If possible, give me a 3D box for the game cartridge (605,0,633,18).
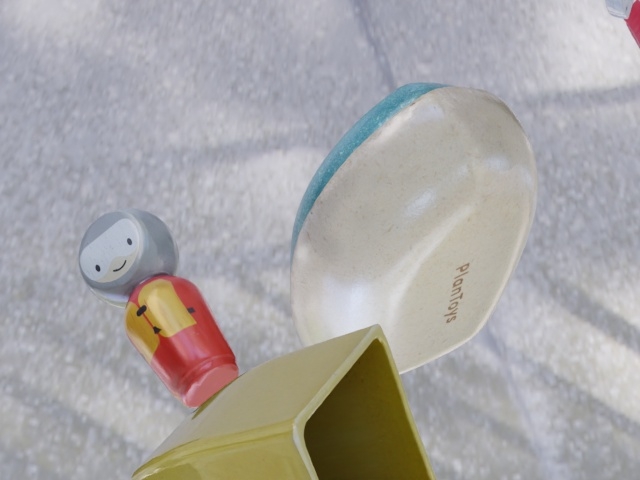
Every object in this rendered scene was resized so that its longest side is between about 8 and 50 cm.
[{"bbox_3d":[0.223,-0.201,1.173,0.017,0.056,0.083,10,161,18],"label":"game cartridge"}]

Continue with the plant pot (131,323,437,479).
[{"bbox_3d":[-0.016,0.087,0.553,0.083,0.081,0.081,-12,106,27],"label":"plant pot"}]

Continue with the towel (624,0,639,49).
[{"bbox_3d":[0.399,-0.294,1.598,0.031,0.199,0.275,18,121,-15],"label":"towel"}]

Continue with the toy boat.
[{"bbox_3d":[0.000,0.000,1.090,0.318,0.148,0.267,-20,146,-26],"label":"toy boat"}]
